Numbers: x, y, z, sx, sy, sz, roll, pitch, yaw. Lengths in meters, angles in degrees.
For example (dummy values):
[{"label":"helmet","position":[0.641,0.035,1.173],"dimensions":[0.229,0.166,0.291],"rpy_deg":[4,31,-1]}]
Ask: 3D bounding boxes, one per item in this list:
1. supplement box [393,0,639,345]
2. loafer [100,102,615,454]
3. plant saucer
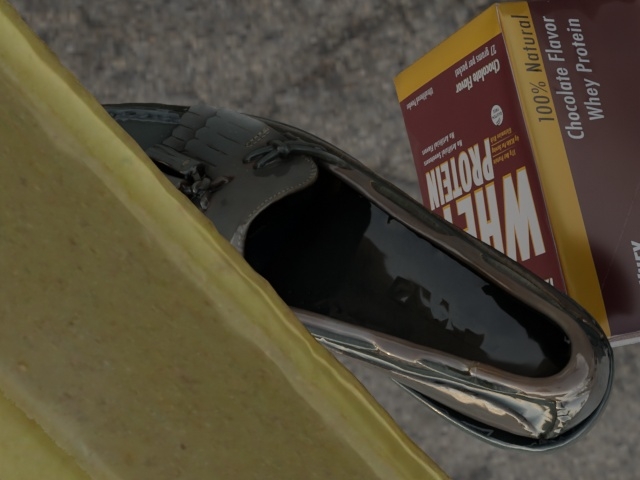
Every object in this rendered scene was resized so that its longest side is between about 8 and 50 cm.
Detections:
[{"label":"supplement box","position":[0.174,-0.036,0.873],"dimensions":[0.194,0.191,0.129],"rpy_deg":[-9,171,-25]},{"label":"loafer","position":[0.000,0.000,0.619],"dimensions":[0.268,0.096,0.084],"rpy_deg":[25,170,14]},{"label":"plant saucer","position":[-0.087,0.171,0.309],"dimensions":[0.332,0.333,0.081],"rpy_deg":[47,154,-14]}]
